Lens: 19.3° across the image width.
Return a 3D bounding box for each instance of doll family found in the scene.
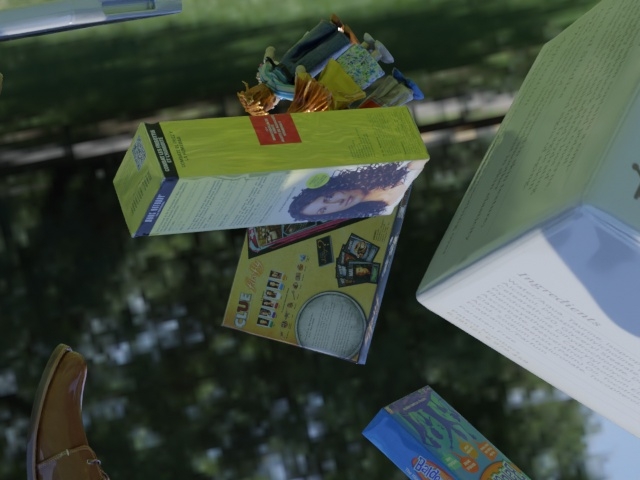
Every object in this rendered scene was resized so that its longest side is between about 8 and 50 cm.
[{"bbox_3d":[-0.012,-0.198,2.319,0.163,0.118,0.263,-43,-137,-8],"label":"doll family"}]

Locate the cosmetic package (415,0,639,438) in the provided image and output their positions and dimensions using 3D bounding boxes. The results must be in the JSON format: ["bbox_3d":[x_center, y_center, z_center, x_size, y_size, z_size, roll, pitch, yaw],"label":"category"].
[{"bbox_3d":[0.348,-0.034,1.715,0.327,0.329,0.394,32,160,-8],"label":"cosmetic package"}]

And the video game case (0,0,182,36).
[{"bbox_3d":[-0.227,-0.165,1.429,0.190,0.022,0.173,-6,-174,24],"label":"video game case"}]

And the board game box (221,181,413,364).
[{"bbox_3d":[0.000,0.000,2.104,0.165,0.243,0.042,15,178,14],"label":"board game box"}]

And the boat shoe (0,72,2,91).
[{"bbox_3d":[-0.206,-0.077,1.003,0.045,0.050,0.135,20,168,-22],"label":"boat shoe"}]

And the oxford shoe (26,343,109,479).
[{"bbox_3d":[-0.209,0.194,1.587,0.076,0.212,0.076,3,175,10],"label":"oxford shoe"}]

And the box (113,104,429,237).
[{"bbox_3d":[-0.037,-0.055,1.467,0.232,0.058,0.087,-6,150,-27],"label":"box"}]

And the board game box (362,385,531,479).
[{"bbox_3d":[0.167,0.274,2.295,0.047,0.210,0.160,-52,166,20],"label":"board game box"}]
